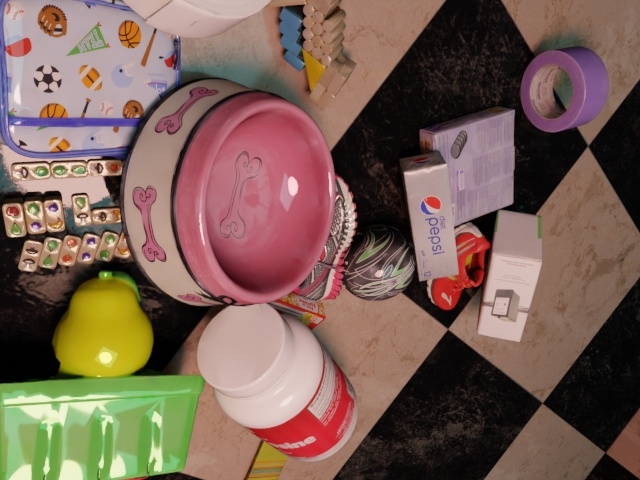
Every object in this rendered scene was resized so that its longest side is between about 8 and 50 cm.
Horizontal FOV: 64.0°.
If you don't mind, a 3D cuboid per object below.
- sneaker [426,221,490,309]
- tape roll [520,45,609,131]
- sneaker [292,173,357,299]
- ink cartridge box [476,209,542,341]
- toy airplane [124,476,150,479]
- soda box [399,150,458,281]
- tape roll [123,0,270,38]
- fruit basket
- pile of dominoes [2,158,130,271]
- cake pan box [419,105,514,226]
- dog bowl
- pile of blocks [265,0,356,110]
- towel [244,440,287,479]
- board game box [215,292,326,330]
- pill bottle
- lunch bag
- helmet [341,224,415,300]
[{"bbox_3d":[0.359,0.090,1.320,0.107,0.118,0.279,-14,133,-24],"label":"sneaker"},{"bbox_3d":[0.578,-0.360,1.224,0.080,0.189,0.189,-16,117,-22],"label":"tape roll"},{"bbox_3d":[0.000,0.000,1.104,0.111,0.121,0.300,-1,112,-24],"label":"sneaker"},{"bbox_3d":[0.484,0.091,1.319,0.198,0.114,0.273,-62,155,-48],"label":"ink cartridge box"},{"bbox_3d":[-0.444,0.518,1.136,0.151,0.028,0.151,-10,113,-25],"label":"toy airplane"},{"bbox_3d":[0.252,-0.052,1.183,0.097,0.091,0.287,-11,117,7],"label":"soda box"},{"bbox_3d":[-0.192,-0.454,0.754,0.286,0.100,0.287,2,87,-44],"label":"tape roll"},{"bbox_3d":[-0.415,0.255,0.950,0.391,0.283,0.393,14,61,-26],"label":"fruit basket"},{"bbox_3d":[-0.414,-0.042,0.911,0.251,0.040,0.196,-7,113,-25],"label":"pile of dominoes"},{"bbox_3d":[0.367,-0.172,1.263,0.245,0.070,0.267,-20,119,-17],"label":"cake pan box"},{"bbox_3d":[-0.126,-0.071,0.890,0.407,0.150,0.409,-17,111,-50],"label":"dog bowl"},{"bbox_3d":[-0.015,-0.432,0.941,0.113,0.148,0.363,-60,151,-49],"label":"pile of blocks"},{"bbox_3d":[-0.118,0.540,1.328,0.102,0.021,0.237,16,101,-38],"label":"towel"},{"bbox_3d":[-0.109,0.166,1.122,0.193,0.045,0.147,24,127,-33],"label":"board game box"},{"bbox_3d":[-0.079,0.296,1.061,0.229,0.229,0.408,-40,140,-8],"label":"pill bottle"},{"bbox_3d":[-0.343,-0.237,0.774,0.303,0.114,0.243,-14,116,-50],"label":"lunch bag"},{"bbox_3d":[0.131,0.058,1.167,0.169,0.162,0.170,6,127,8],"label":"helmet"}]
